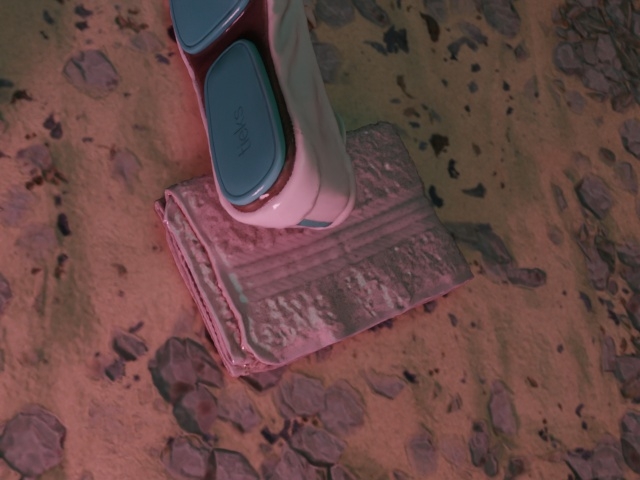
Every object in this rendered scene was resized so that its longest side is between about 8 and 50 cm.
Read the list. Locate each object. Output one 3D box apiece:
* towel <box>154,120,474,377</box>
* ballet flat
[{"bbox_3d":[0.000,0.000,1.099,0.282,0.049,0.187,-22,81,-33],"label":"towel"},{"bbox_3d":[-0.052,-0.170,1.093,0.139,0.139,0.400,4,54,-26],"label":"ballet flat"}]
